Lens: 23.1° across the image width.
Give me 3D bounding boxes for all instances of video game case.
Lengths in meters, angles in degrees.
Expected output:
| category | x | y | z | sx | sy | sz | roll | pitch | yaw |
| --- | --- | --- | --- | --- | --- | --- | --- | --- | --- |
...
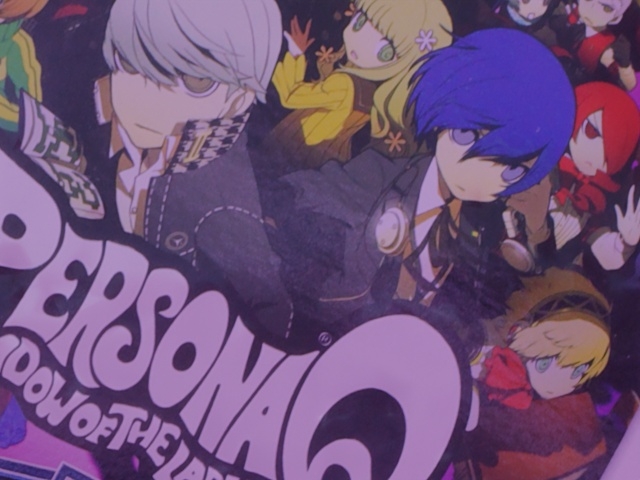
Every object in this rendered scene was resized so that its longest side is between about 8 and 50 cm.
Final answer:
| category | x | y | z | sx | sy | sz | roll | pitch | yaw |
| --- | --- | --- | --- | --- | --- | --- | --- | --- | --- |
| video game case | 0.000 | 0.000 | 0.369 | 0.232 | 0.042 | 0.210 | 30 | 87 | -9 |
